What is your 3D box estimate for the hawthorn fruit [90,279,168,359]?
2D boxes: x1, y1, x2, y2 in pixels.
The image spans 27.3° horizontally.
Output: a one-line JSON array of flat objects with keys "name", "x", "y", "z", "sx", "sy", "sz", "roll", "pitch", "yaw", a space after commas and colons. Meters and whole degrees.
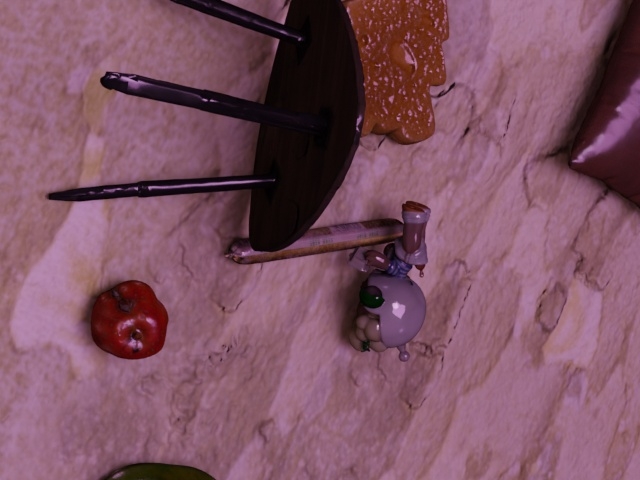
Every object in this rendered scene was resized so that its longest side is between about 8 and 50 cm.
[{"name": "hawthorn fruit", "x": -0.204, "y": 0.089, "z": 1.428, "sx": 0.093, "sy": 0.093, "sz": 0.093, "roll": -5, "pitch": 99, "yaw": -34}]

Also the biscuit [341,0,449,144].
[{"name": "biscuit", "x": 0.083, "y": -0.234, "z": 1.612, "sx": 0.212, "sy": 0.041, "sz": 0.239, "roll": 33, "pitch": 77, "yaw": -27}]

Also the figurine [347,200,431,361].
[{"name": "figurine", "x": 0.084, "y": 0.049, "z": 1.607, "sx": 0.147, "sy": 0.093, "sz": 0.197, "roll": -25, "pitch": 121, "yaw": -69}]

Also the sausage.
[{"name": "sausage", "x": 0.000, "y": 0.000, "z": 1.590, "sx": 0.269, "sy": 0.033, "sz": 0.033, "roll": -8, "pitch": 101, "yaw": -34}]

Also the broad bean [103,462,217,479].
[{"name": "broad bean", "x": -0.160, "y": 0.333, "z": 1.520, "sx": 0.292, "sy": 0.049, "sz": 0.144, "roll": 31, "pitch": 87, "yaw": -32}]

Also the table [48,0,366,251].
[{"name": "table", "x": -0.123, "y": -0.147, "z": 1.357, "sx": 0.249, "sy": 0.317, "sz": 0.317, "roll": 9, "pitch": 91, "yaw": -20}]

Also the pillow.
[{"name": "pillow", "x": 0.496, "y": -0.175, "z": 1.861, "sx": 0.308, "sy": 0.108, "sz": 0.305, "roll": 29, "pitch": 81, "yaw": -34}]
